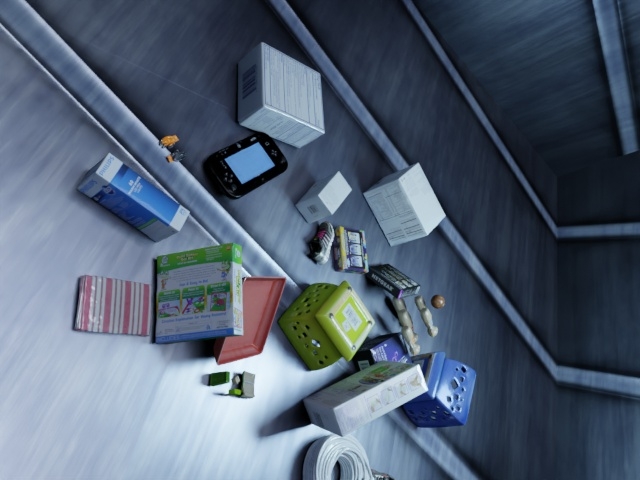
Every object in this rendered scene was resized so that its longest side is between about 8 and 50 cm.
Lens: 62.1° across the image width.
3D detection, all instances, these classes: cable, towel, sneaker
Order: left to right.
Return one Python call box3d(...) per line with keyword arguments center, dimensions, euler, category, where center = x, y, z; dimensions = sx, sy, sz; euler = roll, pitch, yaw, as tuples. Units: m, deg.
box3d(center=(-0.533, 0.172, 1.385), dimensions=(0.197, 0.029, 0.144), euler=(16, 65, -43), category="towel")
box3d(center=(0.000, 0.000, 1.944), dimensions=(0.075, 0.063, 0.170), euler=(31, 61, -41), category="sneaker")
box3d(center=(0.056, 0.754, 1.720), dimensions=(0.257, 0.089, 0.257), euler=(-2, 76, -44), category="cable")
box3d(center=(0.204, 0.830, 1.855), dimensions=(0.158, 0.065, 0.061), euler=(22, 61, -39), category="sneaker")

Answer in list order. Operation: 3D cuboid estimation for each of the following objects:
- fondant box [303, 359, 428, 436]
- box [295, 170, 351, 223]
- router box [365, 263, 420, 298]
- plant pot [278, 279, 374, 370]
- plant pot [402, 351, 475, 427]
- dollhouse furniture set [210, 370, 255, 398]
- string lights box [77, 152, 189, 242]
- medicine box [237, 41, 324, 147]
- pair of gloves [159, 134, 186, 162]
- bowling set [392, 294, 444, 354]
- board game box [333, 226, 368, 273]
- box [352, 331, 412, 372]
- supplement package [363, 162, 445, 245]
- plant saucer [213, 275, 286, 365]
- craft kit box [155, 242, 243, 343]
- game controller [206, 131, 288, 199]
box3d(center=(0.142, 0.497, 1.712), dimensions=(0.330, 0.238, 0.096), euler=(-21, 90, -25), category="fondant box")
box3d(center=(0.013, -0.159, 1.966), dimensions=(0.091, 0.130, 0.170), euler=(53, 47, -16), category="box")
box3d(center=(0.286, 0.158, 2.105), dimensions=(0.133, 0.179, 0.046), euler=(-6, 122, -45), category="router box")
box3d(center=(0.037, 0.275, 1.783), dimensions=(0.228, 0.207, 0.227), euler=(56, 46, -13), category="plant pot")
box3d(center=(0.428, 0.566, 2.058), dimensions=(0.212, 0.236, 0.236), euler=(41, 51, -20), category="plant pot")
box3d(center=(-0.256, 0.424, 1.573), dimensions=(0.152, 0.059, 0.076), euler=(38, 42, -54), category="dollhouse furniture set")
box3d(center=(-0.502, -0.107, 1.434), dimensions=(0.260, 0.133, 0.076), euler=(40, 52, -29), category="string lights box")
box3d(center=(-0.140, -0.514, 1.918), dimensions=(0.289, 0.149, 0.263), euler=(15, 63, -42), category="medicine box")
box3d(center=(-0.453, -0.282, 1.633), dimensions=(0.074, 0.010, 0.083), euler=(-35, 102, -46), category="pair of gloves")
box3d(center=(0.403, 0.312, 2.061), dimensions=(0.287, 0.200, 0.154), euler=(-88, 155, -63), category="bowling set")
box3d(center=(0.115, 0.040, 2.058), dimensions=(0.141, 0.048, 0.170), euler=(9, 70, -41), category="board game box")
box3d(center=(0.232, 0.447, 1.987), dimensions=(0.207, 0.108, 0.153), euler=(-18, 88, -46), category="box")
box3d(center=(0.357, -0.151, 2.255), dimensions=(0.199, 0.198, 0.262), euler=(-39, 104, -45), category="supplement package")
box3d(center=(-0.211, 0.220, 1.554), dimensions=(0.258, 0.048, 0.259), euler=(10, 99, -68), category="plant saucer")
box3d(center=(-0.330, 0.145, 1.437), dimensions=(0.061, 0.250, 0.246), euler=(27, 57, -65), category="craft kit box")
box3d(center=(-0.242, -0.257, 1.793), dimensions=(0.319, 0.067, 0.166), euler=(-39, 104, -45), category="game controller")
